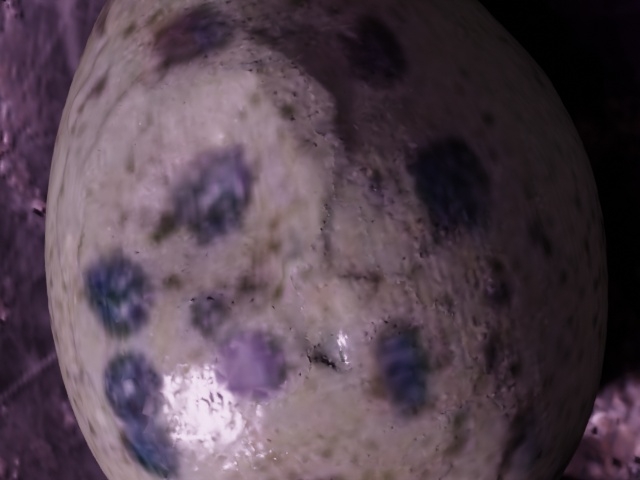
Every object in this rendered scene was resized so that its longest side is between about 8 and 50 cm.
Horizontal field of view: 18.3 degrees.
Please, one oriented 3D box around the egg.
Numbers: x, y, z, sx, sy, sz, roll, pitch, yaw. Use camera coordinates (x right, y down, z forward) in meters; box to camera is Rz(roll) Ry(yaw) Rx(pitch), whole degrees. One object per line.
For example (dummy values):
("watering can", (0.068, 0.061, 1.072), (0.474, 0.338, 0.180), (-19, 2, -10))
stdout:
("egg", (0.000, 0.000, 0.499), (0.141, 0.141, 0.182), (-16, 83, 41))
